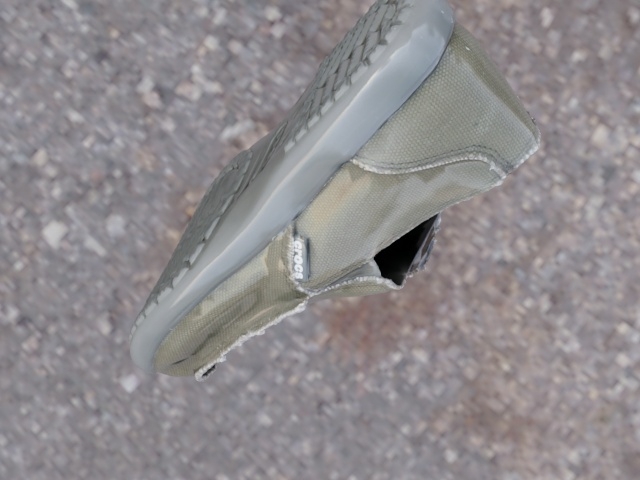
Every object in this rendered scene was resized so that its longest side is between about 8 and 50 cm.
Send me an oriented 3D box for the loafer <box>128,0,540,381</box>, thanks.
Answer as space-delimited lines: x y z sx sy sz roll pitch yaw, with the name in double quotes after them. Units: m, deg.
0.000 0.000 0.704 0.087 0.251 0.094 34 51 -10 "loafer"
